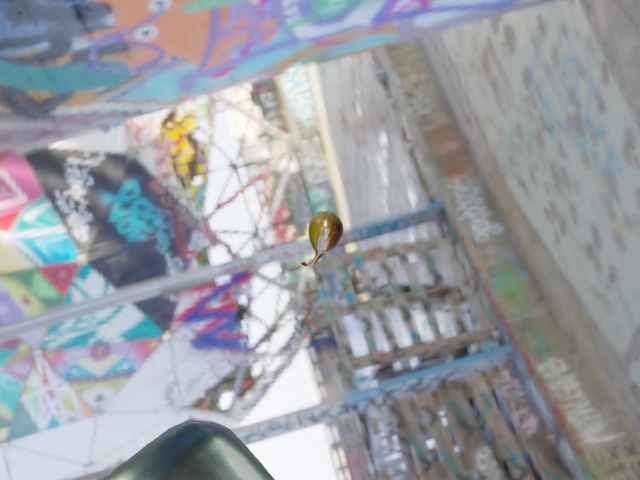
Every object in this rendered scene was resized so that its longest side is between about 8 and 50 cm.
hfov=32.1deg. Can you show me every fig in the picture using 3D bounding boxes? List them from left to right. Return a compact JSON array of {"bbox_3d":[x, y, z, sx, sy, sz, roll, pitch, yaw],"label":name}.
[{"bbox_3d":[0.000,0.000,1.507,0.083,0.050,0.050,-64,6,2],"label":"fig"}]

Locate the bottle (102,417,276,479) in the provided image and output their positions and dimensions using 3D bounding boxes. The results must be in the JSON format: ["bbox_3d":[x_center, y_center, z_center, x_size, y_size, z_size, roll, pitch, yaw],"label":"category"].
[{"bbox_3d":[0.021,0.168,0.367,0.253,0.096,0.079,48,170,7],"label":"bottle"}]
